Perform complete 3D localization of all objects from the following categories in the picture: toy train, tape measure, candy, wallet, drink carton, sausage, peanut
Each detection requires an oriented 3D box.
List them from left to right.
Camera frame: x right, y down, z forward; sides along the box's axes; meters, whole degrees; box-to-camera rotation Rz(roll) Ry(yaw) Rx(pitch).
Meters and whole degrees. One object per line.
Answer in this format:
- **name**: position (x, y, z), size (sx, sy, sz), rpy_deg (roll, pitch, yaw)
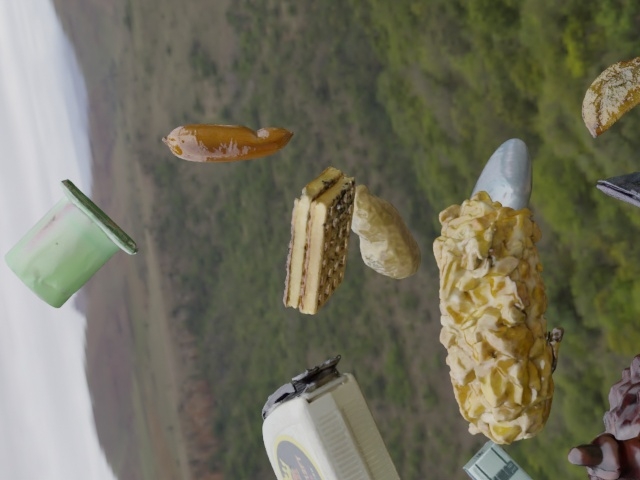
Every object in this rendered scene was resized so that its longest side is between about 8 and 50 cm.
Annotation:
- **drink carton**: position (-0.361, 0.012, 1.709), size (0.146, 0.142, 0.144), rpy_deg (46, 178, -8)
- **sausage**: position (-0.129, -0.136, 1.682), size (0.062, 0.183, 0.054), rpy_deg (-127, 38, -74)
- **tape measure**: position (0.007, 0.300, 1.785), size (0.231, 0.133, 0.271), rpy_deg (-14, 103, 63)
- **peanut**: position (0.083, -0.007, 1.693), size (0.174, 0.080, 0.080), rpy_deg (54, -174, -36)
- **candy**: position (0.224, -0.033, 1.558), size (0.138, 0.071, 0.174), rpy_deg (-72, 0, -55)
- **toy train**: position (0.266, 0.330, 1.385), size (0.234, 0.052, 0.051), rpy_deg (45, 176, 4)
- **wallet**: position (0.628, -0.094, 2.317), size (0.166, 0.111, 0.030), rpy_deg (35, 131, 54)

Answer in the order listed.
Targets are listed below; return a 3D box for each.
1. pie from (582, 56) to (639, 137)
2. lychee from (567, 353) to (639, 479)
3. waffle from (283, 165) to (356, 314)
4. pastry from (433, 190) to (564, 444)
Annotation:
- **pie**: position (0.440, -0.219, 1.721), size (0.092, 0.170, 0.034), rpy_deg (59, -179, 39)
- **lychee**: position (0.457, 0.254, 1.200), size (0.425, 0.499, 0.425), rpy_deg (-54, 23, 36)
- **waffle**: position (0.000, 0.000, 1.367), size (0.102, 0.042, 0.148), rpy_deg (-43, -35, -57)
- **pastry**: position (0.178, 0.083, 1.200), size (0.154, 0.102, 0.250), rpy_deg (-53, -45, -59)
